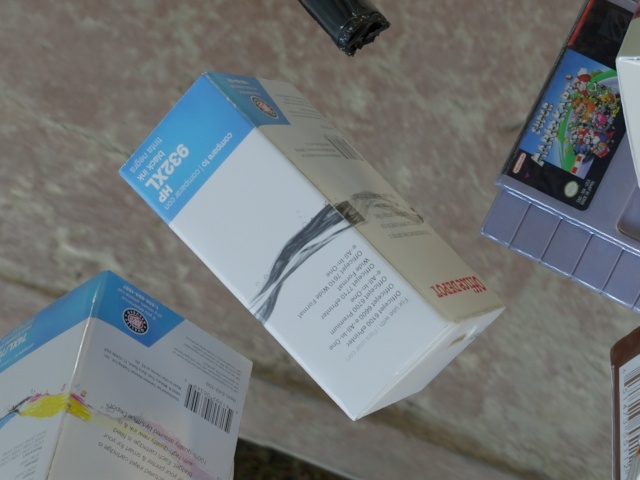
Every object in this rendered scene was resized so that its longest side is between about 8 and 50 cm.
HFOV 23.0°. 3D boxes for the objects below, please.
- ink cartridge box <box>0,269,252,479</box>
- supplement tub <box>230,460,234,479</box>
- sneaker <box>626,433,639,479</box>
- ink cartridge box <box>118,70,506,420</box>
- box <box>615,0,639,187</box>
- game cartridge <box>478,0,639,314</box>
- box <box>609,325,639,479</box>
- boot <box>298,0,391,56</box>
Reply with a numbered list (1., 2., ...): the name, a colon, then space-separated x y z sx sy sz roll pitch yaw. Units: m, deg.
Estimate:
1. ink cartridge box: -0.219 0.215 1.539 0.197 0.198 0.270 -30 36 38
2. supplement tub: -0.292 0.264 1.881 0.235 0.325 0.235 -5 84 59
3. sneaker: 0.277 0.145 1.128 0.083 0.215 0.084 17 74 1
4. ink cartridge box: 0.000 0.000 1.423 0.307 0.223 0.129 46 104 12
5. box: 0.335 -0.164 1.270 0.127 0.148 0.232 6 48 27
6. game cartridge: 0.343 -0.118 1.699 0.230 0.068 0.355 26 91 0
7. box: 0.455 0.195 1.417 0.381 0.143 0.191 14 62 -16
8. boot: -0.007 -0.163 0.956 0.045 0.121 0.099 -37 80 10
